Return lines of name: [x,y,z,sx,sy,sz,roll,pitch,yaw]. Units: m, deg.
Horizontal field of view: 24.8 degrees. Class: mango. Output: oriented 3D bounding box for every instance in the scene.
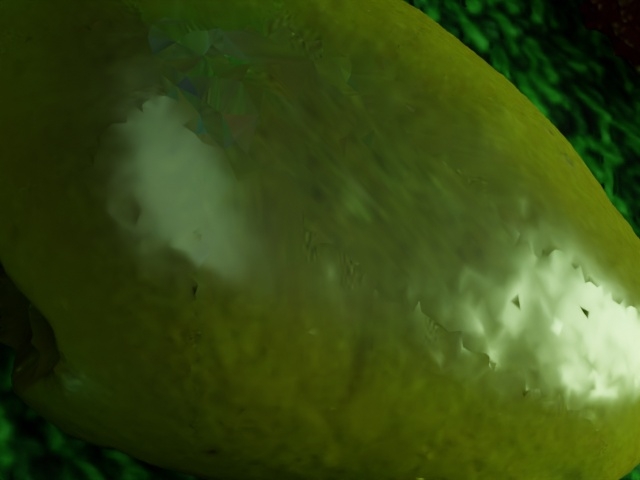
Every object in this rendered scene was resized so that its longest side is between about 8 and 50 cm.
mango: [0.000,0.000,0.654,0.365,0.182,0.253,25,59,-7]

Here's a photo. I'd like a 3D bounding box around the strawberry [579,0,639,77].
strawberry: [0.262,-0.201,0.818,0.261,0.257,0.261,4,63,-9]
